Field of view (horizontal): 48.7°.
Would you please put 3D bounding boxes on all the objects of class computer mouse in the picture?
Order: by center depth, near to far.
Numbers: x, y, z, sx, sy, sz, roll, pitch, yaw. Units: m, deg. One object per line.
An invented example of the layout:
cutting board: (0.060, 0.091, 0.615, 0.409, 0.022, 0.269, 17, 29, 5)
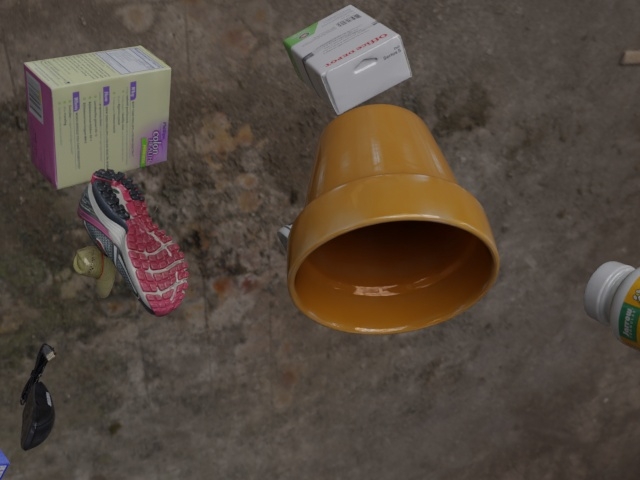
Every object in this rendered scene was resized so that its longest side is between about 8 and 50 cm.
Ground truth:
computer mouse: (-0.627, 0.350, 1.613, 0.060, 0.262, 0.184, 20, 98, -28)

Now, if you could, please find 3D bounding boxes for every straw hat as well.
straw hat: (-0.448, 0.041, 1.382, 0.061, 0.144, 0.144, 7, 117, -32)

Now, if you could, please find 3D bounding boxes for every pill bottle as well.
pill bottle: (0.451, 0.098, 0.906, 0.118, 0.208, 0.117, -12, 114, -30)

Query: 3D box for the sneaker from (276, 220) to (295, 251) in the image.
sneaker: (0.000, 0.000, 1.567, 0.128, 0.321, 0.126, -36, 102, -11)

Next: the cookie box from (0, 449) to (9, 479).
cookie box: (-0.495, 0.328, 0.992, 0.040, 0.092, 0.107, 20, 102, -56)

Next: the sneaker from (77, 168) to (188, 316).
sneaker: (-0.342, 0.013, 1.287, 0.121, 0.299, 0.112, -2, 144, -51)

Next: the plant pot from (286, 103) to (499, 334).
plant pot: (0.064, -0.032, 0.739, 0.205, 0.187, 0.205, -3, 143, -2)

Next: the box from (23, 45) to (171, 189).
box: (-0.427, -0.243, 1.372, 0.243, 0.117, 0.213, -22, 138, -37)

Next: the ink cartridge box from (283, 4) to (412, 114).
ink cartridge box: (0.057, -0.426, 1.647, 0.199, 0.273, 0.114, -29, 128, -4)
